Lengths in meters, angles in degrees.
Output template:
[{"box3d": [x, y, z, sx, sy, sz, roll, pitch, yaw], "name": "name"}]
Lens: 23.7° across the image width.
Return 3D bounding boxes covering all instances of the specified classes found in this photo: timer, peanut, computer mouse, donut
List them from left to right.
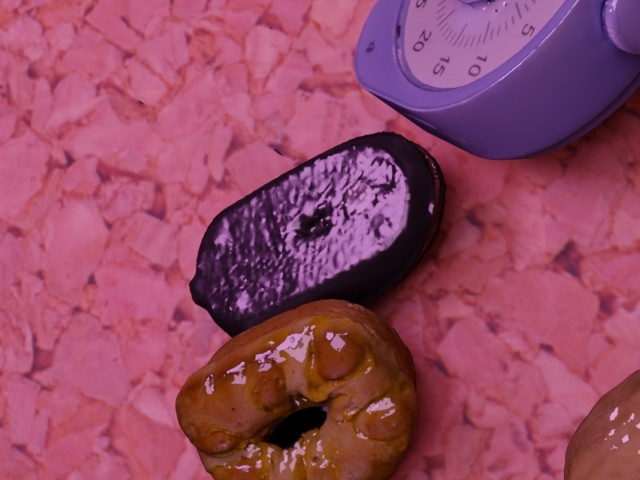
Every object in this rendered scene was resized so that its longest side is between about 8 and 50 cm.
[{"box3d": [-0.017, 0.181, 1.640, 0.261, 0.128, 0.208, -20, 107, 19], "name": "donut"}, {"box3d": [0.003, 0.001, 1.711, 0.323, 0.116, 0.183, -26, 60, 22], "name": "computer mouse"}, {"box3d": [0.217, -0.268, 1.564, 0.395, 0.173, 0.395, -36, 37, 33], "name": "timer"}, {"box3d": [0.363, 0.162, 1.487, 0.319, 0.147, 0.147, -50, 63, 25], "name": "peanut"}]
